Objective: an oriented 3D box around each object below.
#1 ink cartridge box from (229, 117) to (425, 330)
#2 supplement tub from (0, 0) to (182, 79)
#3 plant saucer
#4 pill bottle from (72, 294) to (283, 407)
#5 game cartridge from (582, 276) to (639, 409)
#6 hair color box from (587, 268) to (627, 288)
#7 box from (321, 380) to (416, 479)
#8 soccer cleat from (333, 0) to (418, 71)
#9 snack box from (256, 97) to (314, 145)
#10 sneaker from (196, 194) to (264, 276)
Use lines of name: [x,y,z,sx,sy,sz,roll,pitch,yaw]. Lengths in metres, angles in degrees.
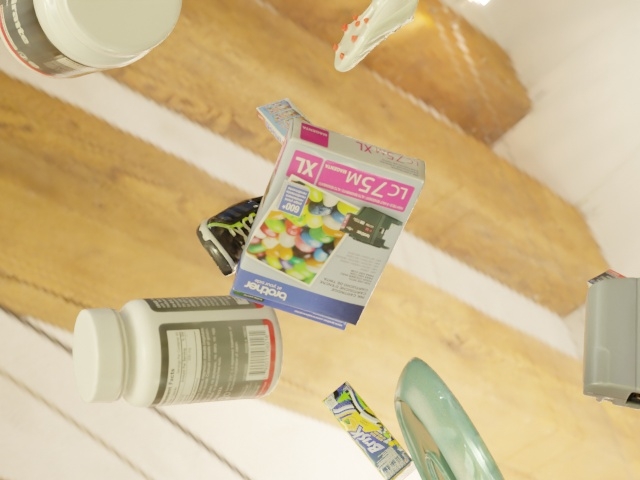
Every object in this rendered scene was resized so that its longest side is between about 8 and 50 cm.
ink cartridge box: [0.000,0.000,1.624,0.186,0.311,0.065,17,-143,-8]
supplement tub: [-0.324,-0.328,1.673,0.191,0.272,0.191,-1,-88,-31]
plant saucer: [0.164,0.289,1.426,0.317,0.044,0.317,61,171,17]
pill bottle: [-0.213,0.164,1.794,0.283,0.161,0.161,-1,-128,-26]
game cartridge: [0.502,0.146,1.615,0.297,0.062,0.198,10,-124,2]
hair color box: [0.520,0.141,2.056,0.167,0.053,0.093,66,170,-21]
box: [0.077,0.303,1.889,0.169,0.054,0.059,50,176,24]
soccer cleat: [0.092,-0.318,1.748,0.076,0.196,0.068,26,-160,-29]
snack box: [-0.049,-0.195,2.099,0.178,0.064,0.022,-130,25,-49]
sneaker: [-0.114,-0.024,1.781,0.084,0.097,0.234,55,-166,-11]
